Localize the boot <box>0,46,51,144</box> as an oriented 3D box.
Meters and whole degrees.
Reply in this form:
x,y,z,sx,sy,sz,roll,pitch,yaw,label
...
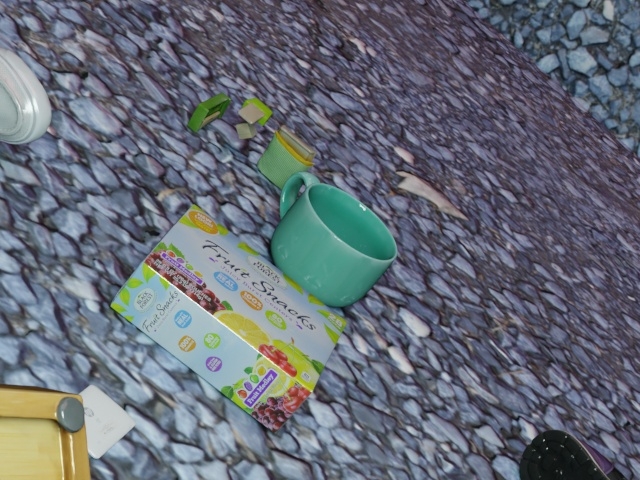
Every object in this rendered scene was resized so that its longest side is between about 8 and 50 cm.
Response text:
x,y,z,sx,sy,sz,roll,pitch,yaw,label
-0.397,-0.174,1.655,0.258,0.095,0.123,36,28,15,boot

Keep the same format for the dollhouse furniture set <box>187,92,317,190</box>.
x,y,z,sx,sy,sz,roll,pitch,yaw,label
-0.083,-0.119,2.030,0.151,0.076,0.058,41,36,8,dollhouse furniture set

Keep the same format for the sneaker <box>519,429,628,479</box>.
x,y,z,sx,sy,sz,roll,pitch,yaw,label
0.341,0.324,1.810,0.124,0.107,0.283,23,28,-46,sneaker

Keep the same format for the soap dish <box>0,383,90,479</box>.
x,y,z,sx,sy,sz,roll,pitch,yaw,label
-0.262,0.191,1.033,0.291,0.118,0.229,11,67,-50,soap dish

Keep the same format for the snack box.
x,y,z,sx,sy,sz,roll,pitch,yaw,label
-0.088,0.074,1.666,0.207,0.070,0.174,39,23,-2,snack box

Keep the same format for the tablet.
x,y,z,sx,sy,sz,roll,pitch,yaw,label
-0.196,0.156,1.439,0.054,0.006,0.083,40,23,4,tablet

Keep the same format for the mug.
x,y,z,sx,sy,sz,roll,pitch,yaw,label
0.007,0.006,1.894,0.129,0.097,0.158,30,24,-19,mug
